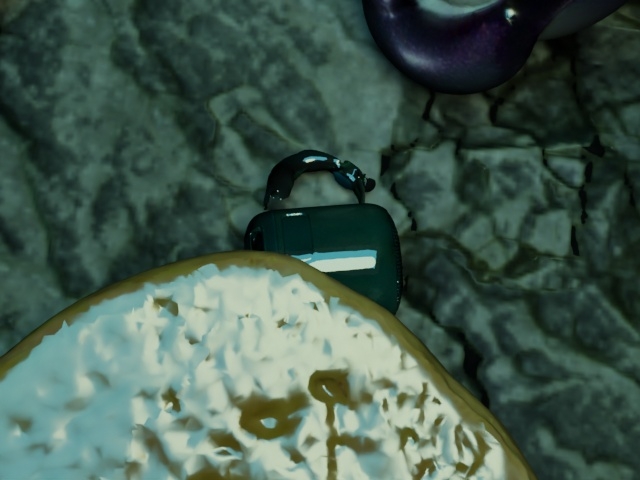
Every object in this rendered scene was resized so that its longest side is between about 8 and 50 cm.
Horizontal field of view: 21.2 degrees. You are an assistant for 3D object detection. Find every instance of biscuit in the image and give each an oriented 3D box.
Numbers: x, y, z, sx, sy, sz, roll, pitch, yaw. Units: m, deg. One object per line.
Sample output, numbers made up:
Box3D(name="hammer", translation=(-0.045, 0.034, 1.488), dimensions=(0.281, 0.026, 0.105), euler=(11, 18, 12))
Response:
Box3D(name="biscuit", translation=(-0.049, 0.209, 0.766), dimensions=(0.365, 0.062, 0.385), euler=(-21, 86, -5))

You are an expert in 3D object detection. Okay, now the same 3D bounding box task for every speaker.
Box3D(name="speaker", translation=(0.000, -0.004, 0.830), dimensions=(0.075, 0.060, 0.094), euler=(-5, 77, -4))

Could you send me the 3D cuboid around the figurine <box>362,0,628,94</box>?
Box3D(name="figurine", translation=(0.112, -0.149, 0.810), dimensions=(0.145, 0.222, 0.145), euler=(13, 71, -40))
